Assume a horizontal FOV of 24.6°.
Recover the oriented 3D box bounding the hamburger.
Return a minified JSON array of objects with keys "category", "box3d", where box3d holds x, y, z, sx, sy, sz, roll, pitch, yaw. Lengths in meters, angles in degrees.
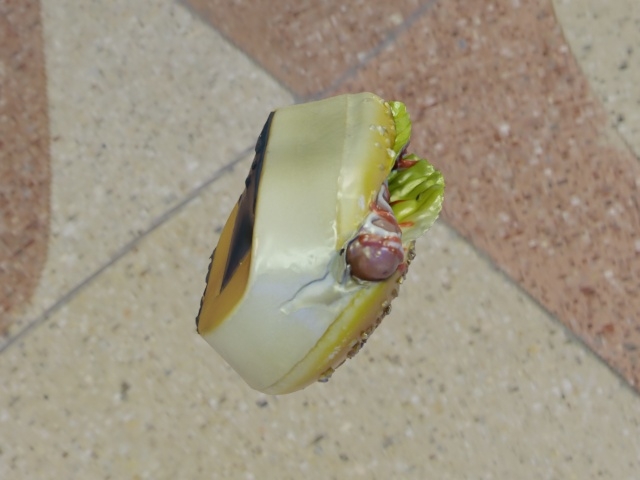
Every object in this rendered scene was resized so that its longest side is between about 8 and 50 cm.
[{"category":"hamburger","box3d":[0.000,0.000,0.903,0.116,0.173,0.210,22,29,-9]}]
